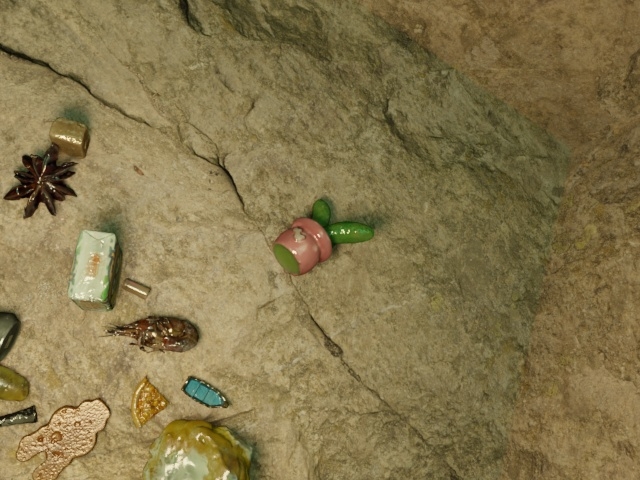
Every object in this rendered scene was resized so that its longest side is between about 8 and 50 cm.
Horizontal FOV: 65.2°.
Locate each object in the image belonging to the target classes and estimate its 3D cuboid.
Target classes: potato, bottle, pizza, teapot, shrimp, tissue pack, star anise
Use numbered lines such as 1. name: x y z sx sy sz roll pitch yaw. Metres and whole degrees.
1. potato: -1.035 0.461 1.612 0.188 0.085 0.105 31 70 -19
2. bottle: -0.680 0.178 1.845 0.097 0.045 0.045 29 69 -13
3. pizza: -0.609 0.583 1.788 0.131 0.041 0.178 22 71 -19
4. teapot: -1.103 0.300 1.579 0.225 0.171 0.203 20 73 -11
5. shrimp: -0.612 0.344 1.800 0.344 0.116 0.145 8 61 -21
6. tissue pack: -0.750 0.111 1.683 0.128 0.311 0.227 8 75 -17
7. star anise: -0.978 -0.203 1.765 0.213 0.129 0.282 16 81 -13

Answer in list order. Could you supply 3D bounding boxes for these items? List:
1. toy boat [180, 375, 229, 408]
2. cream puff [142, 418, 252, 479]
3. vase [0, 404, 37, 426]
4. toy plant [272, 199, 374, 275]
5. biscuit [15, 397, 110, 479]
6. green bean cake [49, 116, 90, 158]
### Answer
1. toy boat: -0.425 0.570 1.848 0.186 0.077 0.075 36 66 -12
2. cream puff: -0.411 0.810 1.719 0.379 0.275 0.377 -1 62 2
3. vase: -1.010 0.579 1.609 0.167 0.059 0.059 -7 81 -24
4. toy plant: -0.004 0.000 2.066 0.317 0.210 0.356 32 47 30
5. biscuit: -0.845 0.654 1.672 0.295 0.044 0.185 -35 97 -24
6. green bean cake: -0.899 -0.367 1.799 0.109 0.179 0.085 15 74 -17
